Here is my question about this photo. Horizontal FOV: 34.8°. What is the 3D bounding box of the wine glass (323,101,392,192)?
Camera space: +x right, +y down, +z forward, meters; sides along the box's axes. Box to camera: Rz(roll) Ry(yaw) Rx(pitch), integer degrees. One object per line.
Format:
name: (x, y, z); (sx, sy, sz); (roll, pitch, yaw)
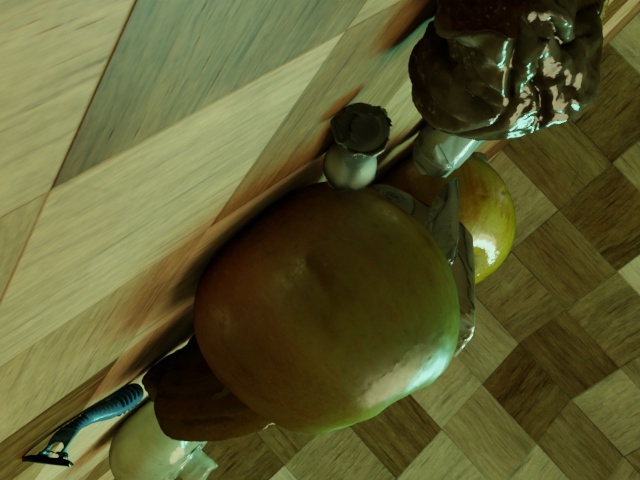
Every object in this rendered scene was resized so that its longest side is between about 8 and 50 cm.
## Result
wine glass: (0.040, -0.108, 1.209); (0.072, 0.072, 0.155); (-41, 173, -12)

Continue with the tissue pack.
tissue pack: (0.152, 0.029, 1.650); (0.238, 0.238, 0.305); (-45, -166, 26)

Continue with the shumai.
shumai: (0.212, -0.197, 1.042); (0.218, 0.184, 0.185); (-3, -177, -10)

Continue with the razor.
razor: (-0.343, 0.274, 1.550); (0.081, 0.042, 0.253); (1, -166, 22)

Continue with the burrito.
burrito: (0.318, -0.273, 1.668); (0.445, 0.101, 0.139); (-47, 173, 29)

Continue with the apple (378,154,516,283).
apple: (0.230, -0.031, 1.932); (0.286, 0.233, 0.286); (-5, 141, -4)

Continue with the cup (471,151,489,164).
cup: (0.368, -0.128, 2.505); (0.234, 0.186, 0.258); (-88, -176, -46)

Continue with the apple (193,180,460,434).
apple: (0.012, 0.100, 1.351); (0.338, 0.305, 0.338); (-42, 175, -4)

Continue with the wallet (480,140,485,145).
wallet: (0.306, -0.235, 2.010); (0.237, 0.075, 0.342); (-30, 167, -50)

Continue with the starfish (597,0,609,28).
starfish: (0.433, -0.316, 1.773); (0.302, 0.060, 0.299); (-63, -177, 9)

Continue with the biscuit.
biscuit: (-0.124, 0.186, 1.628); (0.350, 0.070, 0.394); (-12, -160, 11)

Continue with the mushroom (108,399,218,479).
mushroom: (-0.301, 0.412, 2.055); (0.246, 0.202, 0.246); (-52, 174, -7)
